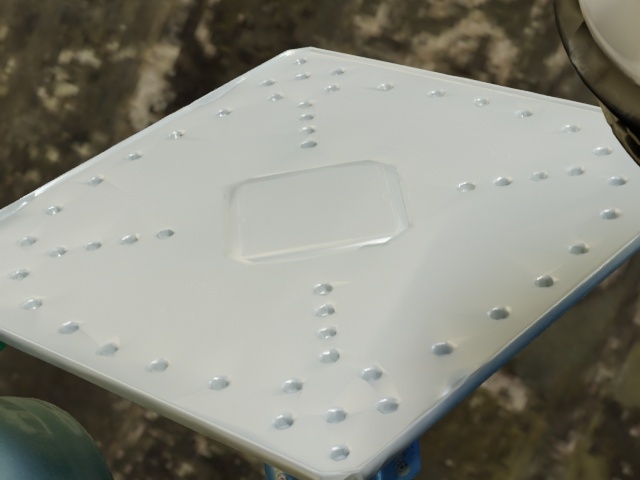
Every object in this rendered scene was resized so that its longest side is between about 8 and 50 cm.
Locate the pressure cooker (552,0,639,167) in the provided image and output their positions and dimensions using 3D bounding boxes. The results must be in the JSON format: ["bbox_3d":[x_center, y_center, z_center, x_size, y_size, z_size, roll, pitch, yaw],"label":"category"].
[{"bbox_3d":[0.296,-0.108,0.586,0.420,0.370,0.375,35,103,-29],"label":"pressure cooker"}]

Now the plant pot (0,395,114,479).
[{"bbox_3d":[-0.294,0.229,0.990,0.196,0.293,0.293,20,95,-45],"label":"plant pot"}]

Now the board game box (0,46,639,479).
[{"bbox_3d":[0.000,0.000,0.968,0.390,0.390,0.050,-35,128,-36],"label":"board game box"}]
